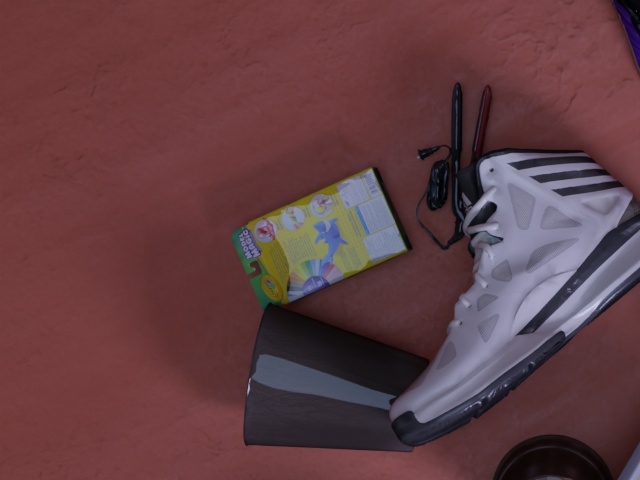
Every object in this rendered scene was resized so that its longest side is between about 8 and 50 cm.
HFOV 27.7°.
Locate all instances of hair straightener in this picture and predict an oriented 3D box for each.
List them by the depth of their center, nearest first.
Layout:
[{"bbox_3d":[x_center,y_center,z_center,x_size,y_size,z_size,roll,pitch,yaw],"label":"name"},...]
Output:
[{"bbox_3d":[0.174,-0.102,1.769,0.089,0.047,0.230,9,98,11],"label":"hair straightener"}]

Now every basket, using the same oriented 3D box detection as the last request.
[{"bbox_3d":[0.025,0.200,1.753,0.227,0.154,0.204,9,107,7],"label":"basket"}]

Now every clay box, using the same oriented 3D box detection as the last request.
[{"bbox_3d":[0.000,0.000,1.797,0.222,0.053,0.127,-23,87,12],"label":"clay box"}]

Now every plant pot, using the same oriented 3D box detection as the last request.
[{"bbox_3d":[0.302,0.350,1.692,0.167,0.165,0.167,0,92,10],"label":"plant pot"}]

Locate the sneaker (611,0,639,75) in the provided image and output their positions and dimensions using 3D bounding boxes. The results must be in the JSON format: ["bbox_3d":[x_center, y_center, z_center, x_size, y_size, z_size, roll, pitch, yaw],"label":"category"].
[{"bbox_3d":[0.435,-0.274,1.652,0.102,0.146,0.293,-29,86,11],"label":"sneaker"}]

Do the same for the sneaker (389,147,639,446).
[{"bbox_3d":[0.215,0.050,1.680,0.447,0.169,0.257,-38,77,-12],"label":"sneaker"}]

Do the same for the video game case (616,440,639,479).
[{"bbox_3d":[0.434,0.353,1.644,0.193,0.023,0.212,45,71,-27],"label":"video game case"}]
